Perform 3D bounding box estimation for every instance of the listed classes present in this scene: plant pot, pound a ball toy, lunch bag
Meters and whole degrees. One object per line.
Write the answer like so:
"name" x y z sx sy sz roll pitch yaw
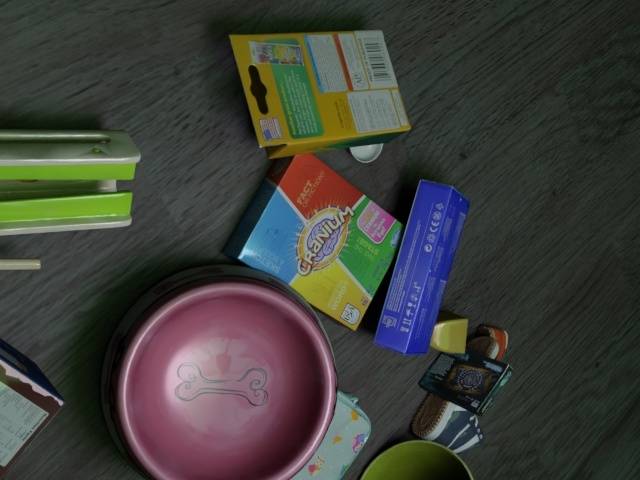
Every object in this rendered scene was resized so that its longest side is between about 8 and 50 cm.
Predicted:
"plant pot" 0.255 0.621 1.573 0.274 0.275 0.293 -54 136 -14
"plant pot" 0.267 0.205 1.595 0.083 0.081 0.081 1 98 -26
"pound a ball toy" -0.448 -0.062 1.058 0.319 0.136 0.208 -6 127 -33
"lunch bag" -0.037 0.363 1.382 0.279 0.108 0.224 44 75 -39

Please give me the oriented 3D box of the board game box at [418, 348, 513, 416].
"board game box" 0.316 0.301 1.577 0.126 0.186 0.026 -50 121 -16

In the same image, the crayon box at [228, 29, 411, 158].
"crayon box" -0.010 -0.265 1.286 0.323 0.083 0.203 -12 83 -32

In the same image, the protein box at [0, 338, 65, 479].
"protein box" -0.500 0.197 1.004 0.136 0.200 0.201 -51 121 -16

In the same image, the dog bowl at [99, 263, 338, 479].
"dog bowl" -0.156 0.237 1.178 0.408 0.150 0.407 1 85 -12

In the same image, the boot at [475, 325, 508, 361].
"boot" 0.410 0.285 1.718 0.085 0.059 0.157 7 93 -39

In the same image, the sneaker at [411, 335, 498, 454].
"sneaker" 0.343 0.364 1.657 0.153 0.099 0.282 42 82 -27

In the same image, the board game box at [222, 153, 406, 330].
"board game box" 0.000 0.000 1.387 0.317 0.064 0.242 34 79 -33

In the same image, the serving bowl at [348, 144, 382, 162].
"serving bowl" 0.084 -0.198 1.431 0.083 0.027 0.083 -6 101 -33

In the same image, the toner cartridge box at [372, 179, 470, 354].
"toner cartridge box" 0.214 0.061 1.494 0.165 0.075 0.347 20 86 -66
